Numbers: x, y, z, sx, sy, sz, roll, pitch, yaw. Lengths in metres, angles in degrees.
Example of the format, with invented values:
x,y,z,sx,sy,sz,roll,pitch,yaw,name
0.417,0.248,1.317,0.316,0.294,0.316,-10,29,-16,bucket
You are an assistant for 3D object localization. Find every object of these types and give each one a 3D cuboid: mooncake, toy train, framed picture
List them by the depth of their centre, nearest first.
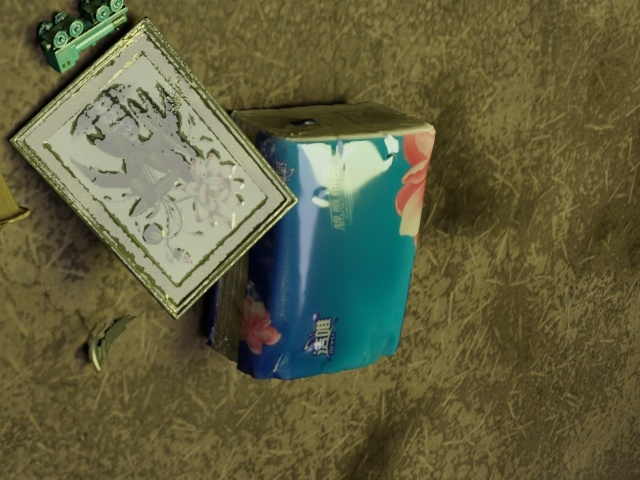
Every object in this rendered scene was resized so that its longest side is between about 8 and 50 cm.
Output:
x,y,z,sx,sy,sz,roll,pitch,yaw,name
-0.206,-0.186,1.108,0.092,0.029,0.045,-40,143,-27,toy train
-0.297,0.077,1.131,0.150,0.057,0.347,-48,142,2,mooncake
-0.147,-0.064,1.165,0.173,0.010,0.231,-46,110,-14,framed picture

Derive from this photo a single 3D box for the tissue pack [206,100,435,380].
x,y,z,sx,sy,sz,roll,pitch,yaw,name
0.000,0.000,1.331,0.209,0.137,0.269,-5,115,-34,tissue pack

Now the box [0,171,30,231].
x,y,z,sx,sy,sz,roll,pitch,yaw,name
-0.327,-0.016,1.017,0.177,0.111,0.111,-20,124,-39,box
